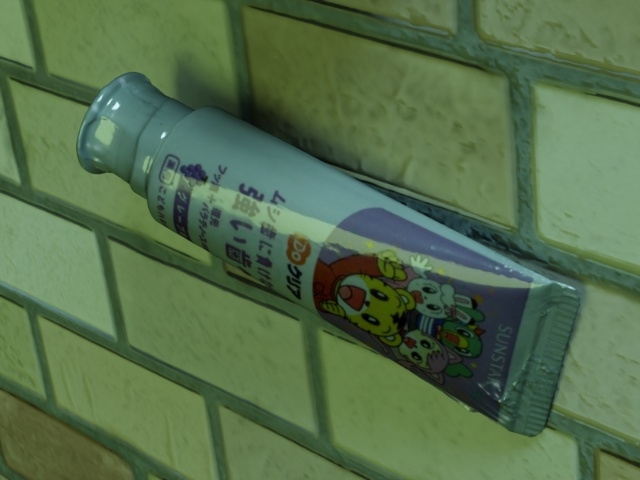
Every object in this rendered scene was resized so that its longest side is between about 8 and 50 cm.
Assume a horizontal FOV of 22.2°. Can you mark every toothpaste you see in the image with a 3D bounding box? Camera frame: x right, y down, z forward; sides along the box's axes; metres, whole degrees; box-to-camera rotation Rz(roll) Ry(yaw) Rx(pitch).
[{"bbox_3d":[0.000,0.000,0.884,0.299,0.073,0.114,30,135,23],"label":"toothpaste"}]
